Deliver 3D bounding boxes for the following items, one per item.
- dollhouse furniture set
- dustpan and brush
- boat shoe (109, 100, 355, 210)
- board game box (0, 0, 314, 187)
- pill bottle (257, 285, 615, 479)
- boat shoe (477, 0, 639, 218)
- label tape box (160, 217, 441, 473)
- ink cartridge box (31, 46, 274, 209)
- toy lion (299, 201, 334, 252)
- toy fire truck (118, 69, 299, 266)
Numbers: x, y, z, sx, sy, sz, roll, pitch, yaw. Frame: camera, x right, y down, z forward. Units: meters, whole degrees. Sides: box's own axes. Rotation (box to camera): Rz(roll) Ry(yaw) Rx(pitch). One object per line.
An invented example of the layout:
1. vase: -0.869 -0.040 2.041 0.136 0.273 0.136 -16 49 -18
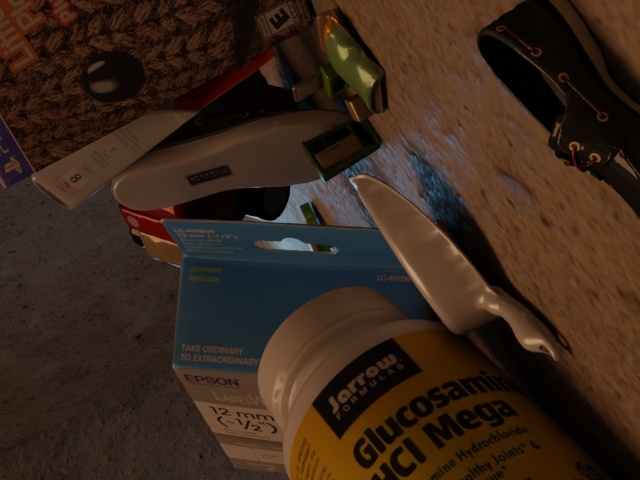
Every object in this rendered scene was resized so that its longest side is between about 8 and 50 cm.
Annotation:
1. dollhouse furniture set: 0.010 -0.109 0.922 0.076 0.058 0.152 58 172 22
2. dustpan and brush: 0.108 0.034 0.856 0.147 0.060 0.211 51 -173 -38
3. boat shoe: -0.078 -0.088 1.042 0.080 0.228 0.076 64 -166 -52
4. board game box: -0.189 -0.225 0.926 0.141 0.291 0.232 52 170 51
5. pill bottle: 0.088 0.180 0.882 0.334 0.188 0.188 45 164 45
6. boat shoe: 0.116 -0.047 0.496 0.133 0.042 0.049 57 170 18
7. label tape box: -0.006 0.120 1.153 0.348 0.249 0.115 69 -151 -54
8. ink cartridge box: -0.159 -0.157 1.044 0.066 0.232 0.189 39 -158 -34
9. toy lion: 0.000 0.000 1.563 0.096 0.034 0.100 -117 2 -51
10. toy fire truck: -0.101 -0.115 1.150 0.158 0.217 0.246 17 143 30
